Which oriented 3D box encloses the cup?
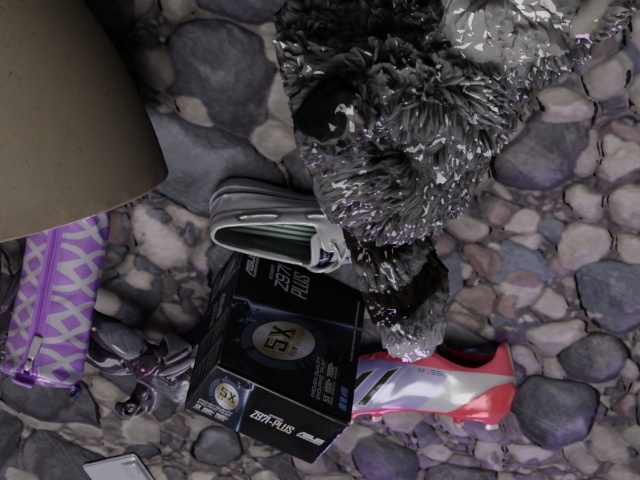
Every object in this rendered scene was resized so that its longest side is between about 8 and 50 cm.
[{"bbox_3d":[-0.313,-0.137,1.289,0.331,0.331,0.237,-7,103,13],"label":"cup"}]

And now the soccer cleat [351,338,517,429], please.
[{"bbox_3d":[0.085,0.144,1.622,0.248,0.083,0.095,3,102,11],"label":"soccer cleat"}]

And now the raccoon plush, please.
[{"bbox_3d":[0.146,-0.107,1.333,0.299,0.216,0.446,-14,142,8],"label":"raccoon plush"}]

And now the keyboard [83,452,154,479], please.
[{"bbox_3d":[-0.202,0.350,1.876,0.072,0.014,0.256,-11,129,23],"label":"keyboard"}]

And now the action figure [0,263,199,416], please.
[{"bbox_3d":[-0.202,0.123,1.607,0.285,0.099,0.185,24,145,-5],"label":"action figure"}]

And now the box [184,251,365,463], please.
[{"bbox_3d":[-0.042,0.109,1.526,0.147,0.180,0.077,26,131,-15],"label":"box"}]

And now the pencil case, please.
[{"bbox_3d":[-0.260,0.046,1.491,0.086,0.206,0.088,7,176,18],"label":"pencil case"}]

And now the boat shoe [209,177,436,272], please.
[{"bbox_3d":[0.000,0.000,1.493,0.226,0.076,0.083,7,132,1],"label":"boat shoe"}]
